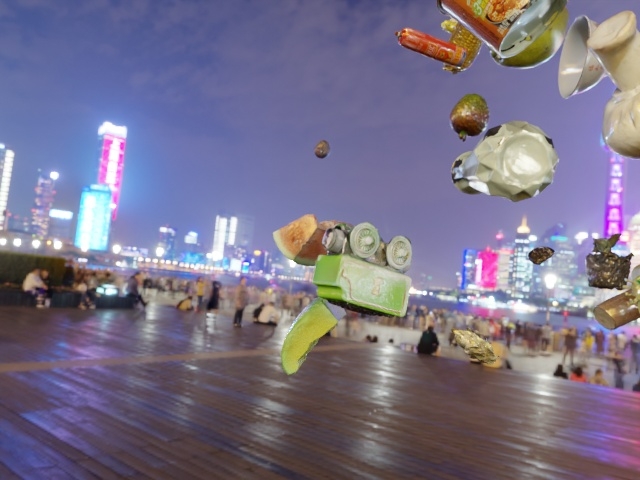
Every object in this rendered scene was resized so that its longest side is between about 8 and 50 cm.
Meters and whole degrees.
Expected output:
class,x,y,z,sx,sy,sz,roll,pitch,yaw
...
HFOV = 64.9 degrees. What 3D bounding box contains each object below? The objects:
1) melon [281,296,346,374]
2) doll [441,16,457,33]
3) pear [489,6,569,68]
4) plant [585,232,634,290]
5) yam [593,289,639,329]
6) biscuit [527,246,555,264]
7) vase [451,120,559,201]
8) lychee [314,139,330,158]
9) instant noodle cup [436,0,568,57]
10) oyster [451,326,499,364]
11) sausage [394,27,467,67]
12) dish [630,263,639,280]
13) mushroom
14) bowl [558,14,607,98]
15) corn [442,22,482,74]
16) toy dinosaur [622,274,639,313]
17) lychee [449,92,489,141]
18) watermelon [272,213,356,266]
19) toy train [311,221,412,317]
class,x,y,z,sx,sy,sz,roll,pitch,yaw
melon,-0.048,0.327,1.767,0.124,0.323,0.196,44,15,16
doll,0.602,-0.961,2.214,0.135,0.113,0.071,6,-8,12
pear,0.674,-0.669,1.630,0.269,0.212,0.212,-37,1,-7
plant,1.020,0.074,1.789,0.131,0.203,0.142,4,-1,-12
yam,0.776,0.173,1.282,0.127,0.084,0.084,-26,-4,-3
biscuit,0.763,0.051,1.739,0.087,0.027,0.089,-6,29,29
vase,0.391,-0.167,1.133,0.165,0.165,0.360,6,4,1
lychee,0.007,-0.364,2.013,0.067,0.068,0.083,-6,33,22
instant noodle cup,0.391,-0.515,1.062,0.230,0.182,0.230,-30,-16,-10
oyster,0.538,0.379,1.751,0.133,0.072,0.209,9,-39,38
sausage,0.391,-0.697,1.806,0.274,0.074,0.074,16,-6,-12
dish,1.182,0.150,1.708,0.230,0.229,0.081,4,-10,26
mushroom,0.796,-0.347,1.155,0.315,0.315,0.356,3,-25,30
bowl,1.160,-0.781,2.166,0.157,0.345,0.345,6,-4,6
corn,0.633,-0.882,2.098,0.144,0.144,0.387,7,-48,-19
toy dinosaur,0.737,0.126,1.156,0.061,0.119,0.029,-8,-23,12
lychee,0.429,-0.355,1.459,0.114,0.146,0.114,17,-6,2
watermelon,0.000,0.000,1.788,0.319,0.148,0.226,-6,-31,-18
toy train,0.124,0.084,1.452,0.307,0.248,0.173,20,-11,-31
